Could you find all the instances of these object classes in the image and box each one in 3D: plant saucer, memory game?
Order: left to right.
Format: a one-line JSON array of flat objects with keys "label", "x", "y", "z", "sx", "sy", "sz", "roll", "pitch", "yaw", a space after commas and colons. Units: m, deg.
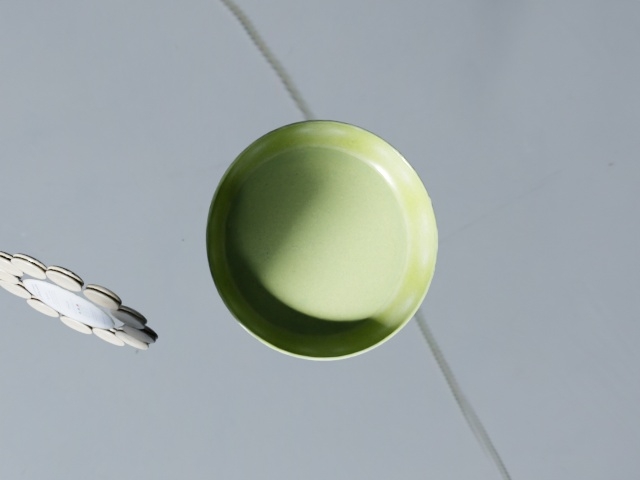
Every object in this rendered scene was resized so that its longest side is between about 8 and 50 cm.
[{"label": "memory game", "x": -0.243, "y": 0.059, "z": 1.131, "sx": 0.186, "sy": 0.186, "sz": 0.012, "roll": 26, "pitch": 69, "yaw": -6}, {"label": "plant saucer", "x": 0.000, "y": 0.000, "z": 1.168, "sx": 0.241, "sy": 0.037, "sz": 0.241, "roll": 1, "pitch": 86, "yaw": -15}]
